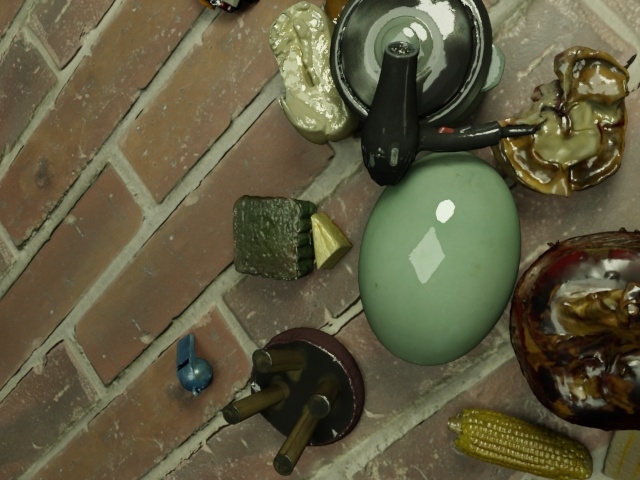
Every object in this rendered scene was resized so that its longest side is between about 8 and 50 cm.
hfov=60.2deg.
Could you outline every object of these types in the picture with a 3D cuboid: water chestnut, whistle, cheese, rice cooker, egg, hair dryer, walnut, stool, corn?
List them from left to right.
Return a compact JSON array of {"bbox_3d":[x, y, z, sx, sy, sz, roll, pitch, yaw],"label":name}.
[{"bbox_3d":[-0.308,0.315,1.363,0.090,0.090,0.158,-40,38,22],"label":"whistle"},{"bbox_3d":[-0.056,0.335,1.182,0.272,0.178,0.272,3,97,25],"label":"stool"},{"bbox_3d":[-0.010,-0.320,1.089,0.127,0.233,0.266,-17,89,16],"label":"cheese"},{"bbox_3d":[0.165,-0.315,0.960,0.317,0.317,0.264,18,104,23],"label":"rice cooker"},{"bbox_3d":[0.207,0.034,0.981,0.276,0.276,0.389,16,103,23],"label":"egg"},{"bbox_3d":[0.199,-0.188,0.834,0.272,0.091,0.235,-3,136,-4],"label":"hair dryer"},{"bbox_3d":[0.368,0.383,1.035,0.262,0.097,0.097,12,99,21],"label":"corn"},{"bbox_3d":[0.419,-0.191,0.944,0.204,0.141,0.238,45,110,2],"label":"walnut"},{"bbox_3d":[0.456,0.133,0.836,0.335,0.347,0.335,-2,86,24],"label":"water chestnut"}]

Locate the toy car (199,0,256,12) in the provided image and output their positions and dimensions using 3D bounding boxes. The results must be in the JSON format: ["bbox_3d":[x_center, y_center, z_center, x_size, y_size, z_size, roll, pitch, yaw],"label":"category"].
[{"bbox_3d":[-0.183,-0.652,1.204,0.193,0.118,0.301,36,109,16],"label":"toy car"}]

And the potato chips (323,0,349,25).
[{"bbox_3d":[0.099,-0.491,1.106,0.202,0.049,0.150,-21,101,35],"label":"potato chips"}]

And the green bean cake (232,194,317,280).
[{"bbox_3d":[-0.098,-0.009,1.222,0.173,0.094,0.181,4,96,25],"label":"green bean cake"}]

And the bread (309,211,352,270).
[{"bbox_3d":[0.000,0.000,1.181,0.080,0.084,0.109,-44,76,19],"label":"bread"}]

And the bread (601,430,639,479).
[{"bbox_3d":[0.537,0.367,0.948,0.077,0.105,0.152,15,100,30],"label":"bread"}]
